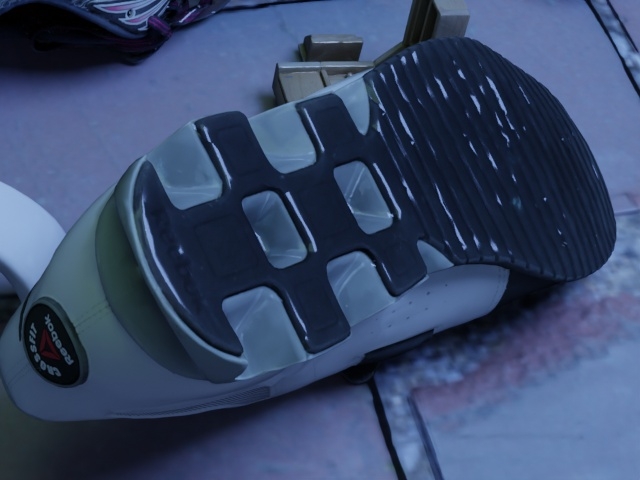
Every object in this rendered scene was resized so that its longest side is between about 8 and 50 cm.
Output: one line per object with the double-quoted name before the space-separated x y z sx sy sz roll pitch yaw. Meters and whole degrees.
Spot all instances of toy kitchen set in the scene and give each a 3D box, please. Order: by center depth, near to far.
"toy kitchen set" 0.020 -0.106 0.796 0.083 0.075 0.068 -3 47 -16

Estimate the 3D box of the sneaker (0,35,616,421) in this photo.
"sneaker" 0.000 0.000 0.673 0.330 0.146 0.122 -12 75 -48

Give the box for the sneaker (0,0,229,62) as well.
"sneaker" -0.085 -0.152 0.816 0.299 0.121 0.112 -11 82 -24

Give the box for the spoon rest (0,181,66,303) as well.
"spoon rest" -0.244 -0.006 0.664 0.276 0.084 0.137 6 47 -4
